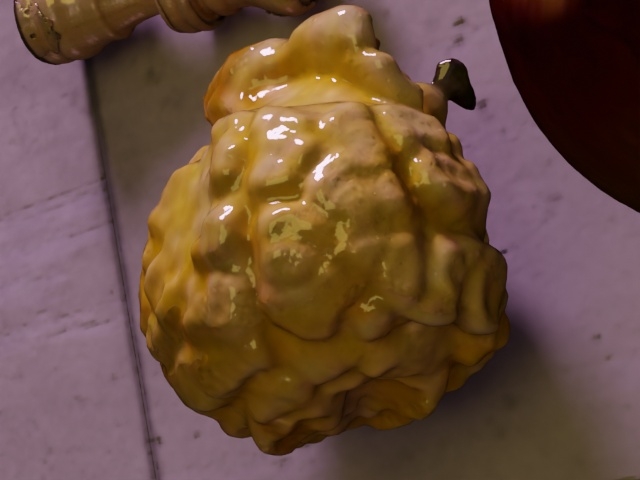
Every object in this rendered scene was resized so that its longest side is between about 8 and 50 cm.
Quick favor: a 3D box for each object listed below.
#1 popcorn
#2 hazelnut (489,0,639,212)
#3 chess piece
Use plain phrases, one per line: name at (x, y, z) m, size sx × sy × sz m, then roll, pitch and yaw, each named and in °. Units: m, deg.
popcorn at (0.000, 0.000, 0.675) m, size 0.170 × 0.180 × 0.180 m, roll -41°, pitch 59°, yaw -19°
hazelnut at (0.181, -0.117, 0.564) m, size 0.217 × 0.217 × 0.251 m, roll 24°, pitch 73°, yaw 31°
chess piece at (-0.065, -0.125, 0.790) m, size 0.172 × 0.060 × 0.060 m, roll -6°, pitch 81°, yaw 28°
